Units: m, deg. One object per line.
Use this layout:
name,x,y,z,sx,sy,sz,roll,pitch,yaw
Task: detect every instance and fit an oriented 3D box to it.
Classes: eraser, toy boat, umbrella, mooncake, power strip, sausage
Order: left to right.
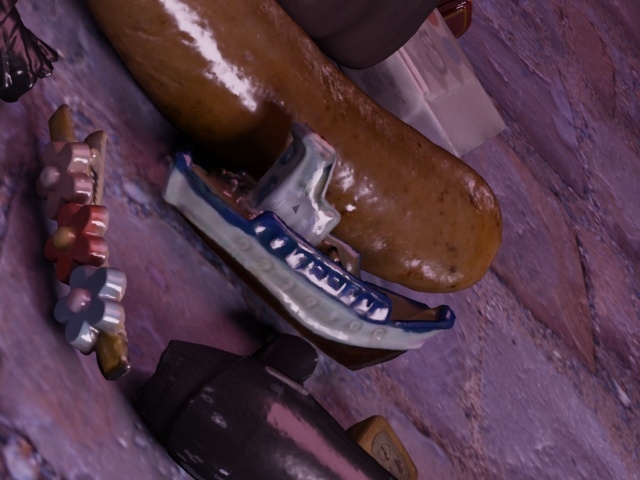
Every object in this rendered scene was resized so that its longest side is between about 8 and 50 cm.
umbrella,-0.262,-0.194,1.121,0.236,0.059,0.066,52,8,-18
sausage,-0.027,-0.101,1.366,0.501,0.136,0.123,39,19,-35
mooncake,-0.028,-0.281,1.457,0.306,0.154,0.306,38,8,-7
toy boat,0.000,0.000,1.291,0.262,0.115,0.114,44,6,-25
power strip,0.009,0.202,1.199,0.064,0.044,0.305,58,25,-5
eraser,0.040,-0.254,1.720,0.397,0.082,0.213,59,26,0

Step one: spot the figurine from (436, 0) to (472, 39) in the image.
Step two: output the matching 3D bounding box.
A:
figurine,0.120,-0.293,1.932,0.098,0.082,0.154,41,27,-62

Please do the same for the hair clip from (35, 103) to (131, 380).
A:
hair clip,-0.155,-0.006,1.109,0.056,0.062,0.214,24,39,-35

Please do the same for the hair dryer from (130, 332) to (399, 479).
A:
hair dryer,-0.002,0.118,1.199,0.235,0.091,0.272,32,19,-4
